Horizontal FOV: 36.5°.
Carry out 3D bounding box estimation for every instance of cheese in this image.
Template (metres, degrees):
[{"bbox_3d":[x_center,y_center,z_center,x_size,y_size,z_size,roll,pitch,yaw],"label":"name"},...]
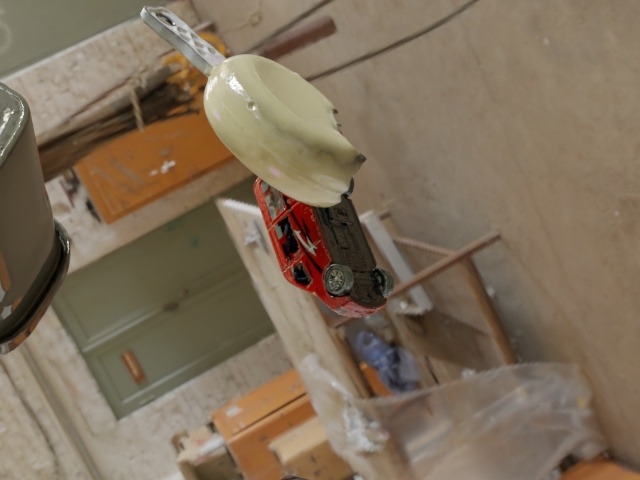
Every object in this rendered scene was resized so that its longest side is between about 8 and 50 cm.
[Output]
[{"bbox_3d":[-0.073,-0.134,0.917,0.249,0.071,0.163,34,-156,-12],"label":"cheese"}]

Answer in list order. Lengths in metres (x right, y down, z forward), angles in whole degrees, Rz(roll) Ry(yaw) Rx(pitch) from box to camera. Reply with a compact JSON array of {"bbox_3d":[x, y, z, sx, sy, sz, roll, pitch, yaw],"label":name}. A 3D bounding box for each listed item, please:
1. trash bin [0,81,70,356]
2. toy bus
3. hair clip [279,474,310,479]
[{"bbox_3d":[-0.378,-0.031,0.968,0.250,0.219,0.219,107,180,-53],"label":"trash bin"},{"bbox_3d":[0.000,0.000,1.030,0.081,0.089,0.195,6,-125,-48],"label":"toy bus"},{"bbox_3d":[-0.085,0.280,0.546,0.085,0.331,0.101,34,-159,20],"label":"hair clip"}]
